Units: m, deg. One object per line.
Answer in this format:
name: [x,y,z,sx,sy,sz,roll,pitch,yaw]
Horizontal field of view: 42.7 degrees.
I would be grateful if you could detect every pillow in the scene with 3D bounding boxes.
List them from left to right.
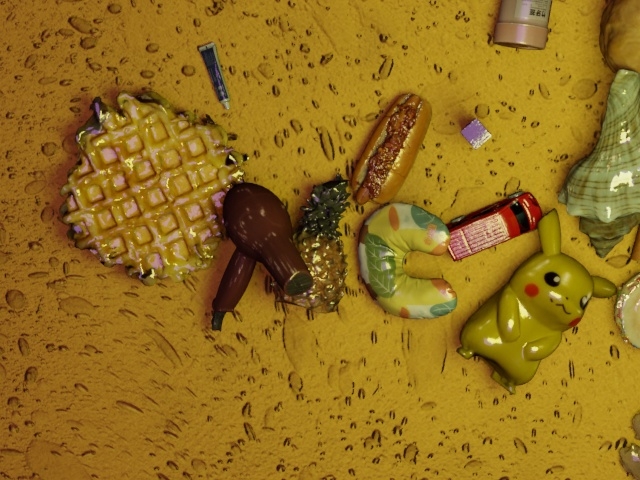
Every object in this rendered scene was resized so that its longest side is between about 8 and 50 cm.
pillow: [0.169,0.041,1.607,0.214,0.086,0.233,1,99,37]

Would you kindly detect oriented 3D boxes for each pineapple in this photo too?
pineapple: [0.000,0.000,1.627,0.158,0.158,0.278,15,97,8]

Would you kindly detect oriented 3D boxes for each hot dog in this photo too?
hot dog: [0.138,-0.171,1.610,0.102,0.076,0.249,29,102,2]

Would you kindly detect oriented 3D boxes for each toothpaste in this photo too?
toothpaste: [-0.211,-0.335,1.679,0.037,0.021,0.140,-18,93,13]

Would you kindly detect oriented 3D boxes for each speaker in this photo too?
speaker: [0.288,-0.199,1.518,0.040,0.191,0.046,-41,89,14]

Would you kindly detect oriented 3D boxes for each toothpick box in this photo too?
toothpick box: [0.379,-0.434,1.513,0.098,0.098,0.149,9,100,9]

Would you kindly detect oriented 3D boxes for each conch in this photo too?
conch: [0.542,-0.112,1.458,0.203,0.169,0.386,-7,142,-6]

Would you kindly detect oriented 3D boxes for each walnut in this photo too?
walnut: [0.598,-0.354,1.406,0.225,0.257,0.257,6,100,10]

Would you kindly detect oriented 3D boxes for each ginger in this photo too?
ginger: [0.675,0.379,1.602,0.149,0.065,0.258,10,102,11]

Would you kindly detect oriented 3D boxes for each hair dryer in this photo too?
hair dryer: [-0.140,0.084,1.599,0.123,0.312,0.340,5,125,-31]

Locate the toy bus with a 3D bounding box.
toy bus: [0.334,-0.027,1.588,0.195,0.089,0.081,-23,94,13]

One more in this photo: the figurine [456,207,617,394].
figurine: [0.414,0.134,1.562,0.218,0.169,0.326,38,106,-13]

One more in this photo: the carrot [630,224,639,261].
carrot: [0.640,-0.065,1.539,0.067,0.067,0.225,13,103,8]

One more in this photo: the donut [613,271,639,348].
donut: [0.639,0.130,1.559,0.175,0.068,0.174,0,100,1]

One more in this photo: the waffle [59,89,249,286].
waffle: [-0.349,-0.106,1.704,0.380,0.095,0.382,25,100,5]
